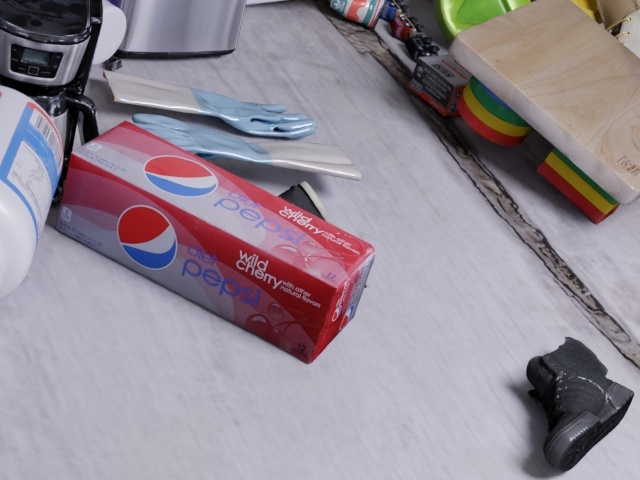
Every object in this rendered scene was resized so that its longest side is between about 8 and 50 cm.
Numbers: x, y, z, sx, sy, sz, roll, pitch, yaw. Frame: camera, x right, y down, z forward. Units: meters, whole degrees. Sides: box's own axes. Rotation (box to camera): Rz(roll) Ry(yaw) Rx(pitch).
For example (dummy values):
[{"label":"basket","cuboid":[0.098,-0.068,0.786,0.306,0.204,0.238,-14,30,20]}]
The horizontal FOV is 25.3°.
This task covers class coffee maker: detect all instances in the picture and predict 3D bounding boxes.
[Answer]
[{"label":"coffee maker","cuboid":[-0.267,-0.149,1.271,0.120,0.178,0.171,-5,38,-34]}]

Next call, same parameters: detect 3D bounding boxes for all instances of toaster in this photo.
[{"label":"toaster","cuboid":[-0.182,-0.277,1.582,0.168,0.110,0.185,-6,39,-33]}]

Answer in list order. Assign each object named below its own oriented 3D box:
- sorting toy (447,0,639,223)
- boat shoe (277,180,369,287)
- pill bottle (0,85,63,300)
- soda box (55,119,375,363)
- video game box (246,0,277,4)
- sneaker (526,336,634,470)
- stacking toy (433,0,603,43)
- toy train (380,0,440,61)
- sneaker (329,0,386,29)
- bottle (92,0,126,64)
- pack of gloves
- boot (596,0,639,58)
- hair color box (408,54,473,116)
[{"label":"sorting toy","cuboid":[0.283,-0.143,1.595,0.255,0.089,0.257,44,38,14]},{"label":"boat shoe","cuboid":[0.000,0.001,1.309,0.042,0.049,0.133,-28,56,-15]},{"label":"pill bottle","cuboid":[-0.279,-0.022,1.119,0.124,0.124,0.221,14,31,-7]},{"label":"soda box","cuboid":[-0.091,-0.003,1.225,0.263,0.083,0.092,26,32,14]},{"label":"video game box","cuboid":[-0.050,-0.367,1.809,0.187,0.048,0.205,-6,36,-11]},{"label":"sneaker","cuboid":[0.203,0.133,1.201,0.089,0.051,0.170,33,30,23]},{"label":"stacking toy","cuboid":[0.216,-0.379,1.877,0.280,0.130,0.309,-31,97,-22]},{"label":"toy train","cuboid":[0.107,-0.266,1.797,0.036,0.027,0.158,-6,38,-17]},{"label":"sneaker","cuboid":[0.041,-0.329,1.830,0.075,0.057,0.161,16,33,-12]},{"label":"bottle","cuboid":[-0.327,-0.279,1.509,0.283,0.092,0.118,34,1,24]},{"label":"pack of gloves","cuboid":[-0.097,-0.101,1.435,0.232,0.046,0.195,9,21,-21]},{"label":"boot","cuboid":[0.363,-0.240,1.781,0.165,0.077,0.213,-14,76,-37]},{"label":"hair color box","cuboid":[0.182,-0.187,1.693,0.141,0.043,0.072,-8,40,-38]}]
